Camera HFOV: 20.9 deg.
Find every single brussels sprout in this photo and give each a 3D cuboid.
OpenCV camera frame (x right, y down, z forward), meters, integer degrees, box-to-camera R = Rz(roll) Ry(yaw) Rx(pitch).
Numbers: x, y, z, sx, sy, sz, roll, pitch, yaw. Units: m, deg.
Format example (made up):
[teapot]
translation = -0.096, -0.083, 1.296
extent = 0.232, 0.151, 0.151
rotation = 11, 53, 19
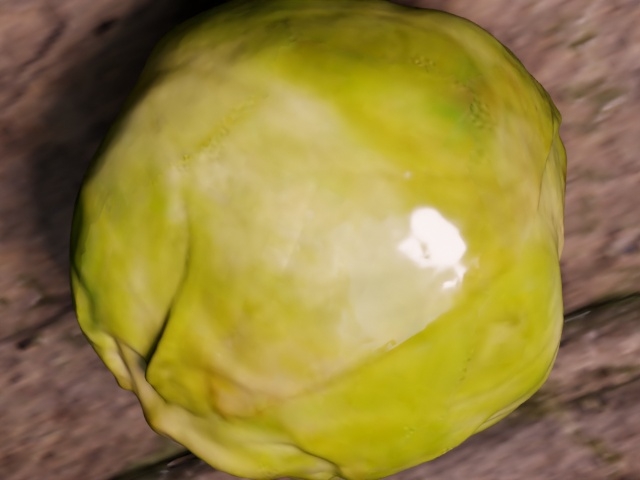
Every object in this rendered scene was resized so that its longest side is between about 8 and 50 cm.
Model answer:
[brussels sprout]
translation = 0.000, 0.000, 0.709
extent = 0.223, 0.161, 0.223
rotation = -4, 122, -6
